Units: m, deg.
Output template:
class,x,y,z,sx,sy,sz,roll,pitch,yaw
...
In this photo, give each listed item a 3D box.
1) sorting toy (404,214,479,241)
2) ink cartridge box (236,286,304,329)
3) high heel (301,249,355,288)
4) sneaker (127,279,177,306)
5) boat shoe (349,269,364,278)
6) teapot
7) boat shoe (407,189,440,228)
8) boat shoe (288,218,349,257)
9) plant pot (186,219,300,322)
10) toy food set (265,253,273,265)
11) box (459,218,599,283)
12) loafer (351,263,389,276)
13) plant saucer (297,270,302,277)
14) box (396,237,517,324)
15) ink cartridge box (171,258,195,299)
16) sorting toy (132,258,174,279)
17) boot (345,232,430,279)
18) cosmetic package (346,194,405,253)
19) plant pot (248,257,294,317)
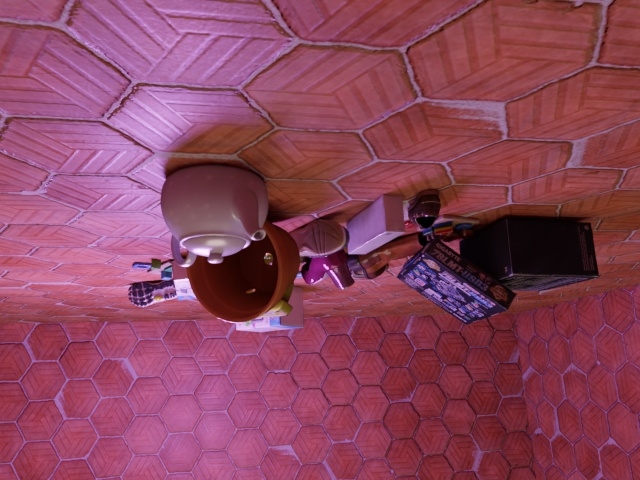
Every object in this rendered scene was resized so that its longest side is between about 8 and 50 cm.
class,x,y,z,sx,sy,sz,roll,pitch,yaw
sorting toy,0.373,-0.032,1.563,0.274,0.046,0.132,5,163,-25
ink cartridge box,-0.247,0.333,2.555,0.270,0.198,0.197,-12,163,32
high heel,-0.003,0.059,1.852,0.127,0.181,0.377,-32,-166,-22
sneaker,-0.711,0.231,2.298,0.275,0.107,0.110,-6,174,13
boat shoe,0.187,0.122,2.116,0.152,0.056,0.049,-6,163,-27
teapot,-0.235,-0.041,1.159,0.252,0.187,0.256,-2,166,0
boat shoe,0.269,-0.065,1.370,0.073,0.073,0.207,-4,166,4
boat shoe,0.000,0.000,1.535,0.092,0.103,0.285,2,169,-36
plant pot,-0.185,0.061,1.431,0.290,0.291,0.203,-9,180,25
toy food set,-0.135,0.044,1.722,0.128,0.071,0.218,-6,165,14
box,0.640,0.053,1.657,0.294,0.183,0.296,1,166,-14
loafer,0.191,0.104,2.043,0.148,0.056,0.050,-15,163,7
plant saucer,-0.111,0.147,2.227,0.192,0.018,0.067,-10,163,31
box,0.416,0.139,1.661,0.295,0.073,0.293,34,159,3
ink cartridge box,-0.462,0.141,1.919,0.139,0.082,0.191,-6,154,-12
sorting toy,-0.537,0.124,2.009,0.347,0.047,0.196,11,160,-43
boot,0.262,0.044,1.827,0.280,0.096,0.264,-19,153,25
cosmetic package,0.143,-0.037,1.409,0.060,0.099,0.239,1,166,-21
plant pot,-0.215,0.174,1.944,0.228,0.207,0.227,-5,165,6
